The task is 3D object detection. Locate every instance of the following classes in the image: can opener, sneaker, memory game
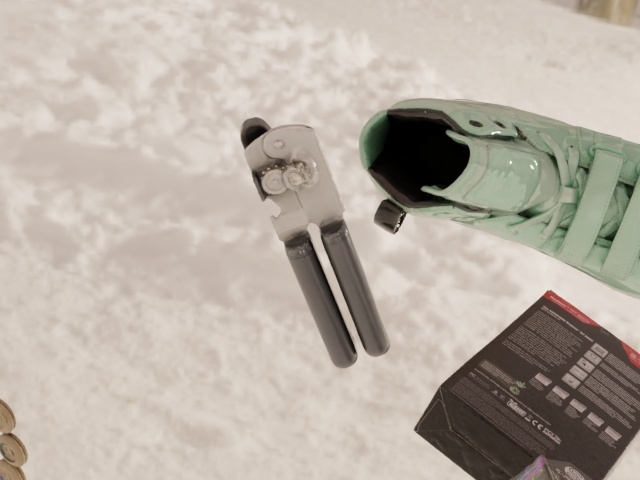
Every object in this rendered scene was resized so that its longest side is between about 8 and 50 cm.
[{"bbox_3d":[0.000,0.000,1.199,0.074,0.280,0.093,-20,23,5],"label":"can opener"},{"bbox_3d":[0.142,-0.017,0.675,0.256,0.094,0.151,21,15,27],"label":"sneaker"},{"bbox_3d":[-0.354,0.175,1.154,0.186,0.186,0.012,20,37,29],"label":"memory game"}]

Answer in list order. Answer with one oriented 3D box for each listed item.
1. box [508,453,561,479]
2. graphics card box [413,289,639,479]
[{"bbox_3d":[0.182,0.267,1.112,0.029,0.116,0.162,50,7,-3],"label":"box"},{"bbox_3d":[0.314,0.222,1.597,0.233,0.094,0.371,37,33,16],"label":"graphics card box"}]
